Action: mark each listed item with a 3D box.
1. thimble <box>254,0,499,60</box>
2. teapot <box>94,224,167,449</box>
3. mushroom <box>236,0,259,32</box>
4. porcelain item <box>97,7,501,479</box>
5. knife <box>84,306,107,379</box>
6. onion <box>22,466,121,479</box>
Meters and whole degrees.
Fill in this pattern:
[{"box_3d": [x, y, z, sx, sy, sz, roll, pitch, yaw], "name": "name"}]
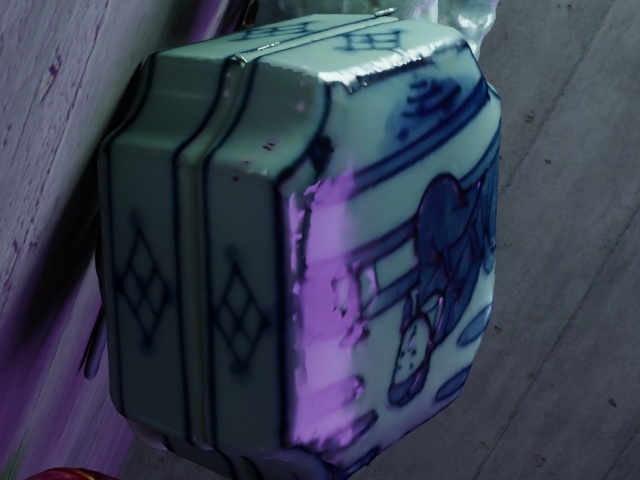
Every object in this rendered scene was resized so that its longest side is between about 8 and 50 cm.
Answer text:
[{"box_3d": [0.060, -0.231, 1.239, 0.205, 0.172, 0.250, 76, 32, -52], "name": "thimble"}, {"box_3d": [-0.099, 0.024, 1.017, 0.159, 0.116, 0.245, 10, 86, -82], "name": "teapot"}, {"box_3d": [-0.043, -0.193, 1.348, 0.067, 0.083, 0.083, -15, 151, -30], "name": "mushroom"}, {"box_3d": [0.000, 0.000, 0.936, 0.281, 0.157, 0.285, -22, 118, -51], "name": "porcelain item"}, {"box_3d": [-0.187, 0.056, 1.290, 0.028, 0.015, 0.210, -57, 174, -48], "name": "knife"}, {"box_3d": [-0.204, 0.271, 1.158, 0.153, 0.177, 0.177, -24, 177, -6], "name": "onion"}]
